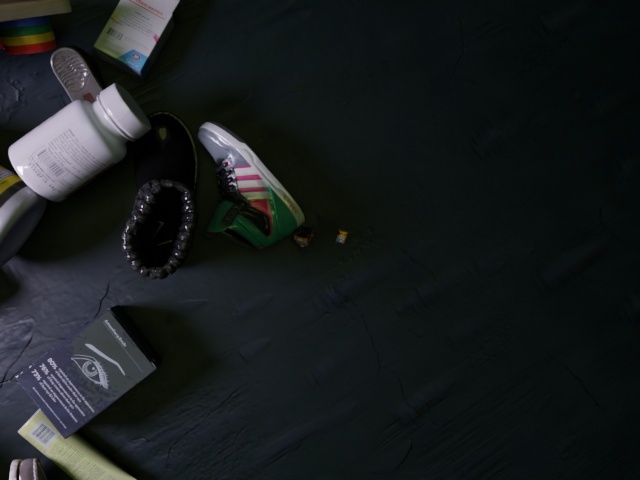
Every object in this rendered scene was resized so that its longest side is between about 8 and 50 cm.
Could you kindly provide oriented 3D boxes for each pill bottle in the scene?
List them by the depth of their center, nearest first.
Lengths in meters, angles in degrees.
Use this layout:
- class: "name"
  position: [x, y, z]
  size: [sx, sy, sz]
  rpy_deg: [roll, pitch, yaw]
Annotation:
- class: "pill bottle"
  position: [-0.694, -0.099, 0.899]
  size: [0.334, 0.188, 0.188]
  rpy_deg: [34, 81, -14]
- class: "pill bottle"
  position: [-0.441, -0.186, 0.946]
  size: [0.229, 0.131, 0.131]
  rpy_deg: [-34, 94, 2]

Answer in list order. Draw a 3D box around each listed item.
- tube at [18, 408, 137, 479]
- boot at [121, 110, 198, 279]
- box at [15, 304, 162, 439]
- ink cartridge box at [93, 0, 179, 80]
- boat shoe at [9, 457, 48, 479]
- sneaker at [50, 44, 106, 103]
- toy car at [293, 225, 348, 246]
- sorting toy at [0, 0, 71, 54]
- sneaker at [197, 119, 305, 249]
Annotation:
- class: "tube"
  position: [-0.477, 0.427, 0.994]
  size: [0.240, 0.070, 0.062]
  rpy_deg: [45, 50, -8]
- class: "boot"
  position: [-0.296, -0.101, 0.957]
  size: [0.131, 0.260, 0.348]
  rpy_deg: [-4, 88, -12]
- class: "box"
  position: [-0.440, 0.248, 0.984]
  size: [0.207, 0.108, 0.153]
  rpy_deg: [-36, 94, -12]
- class: "ink cartridge box"
  position: [-0.379, -0.445, 1.064]
  size: [0.104, 0.061, 0.181]
  rpy_deg: [27, 82, -9]
- class: "boat shoe"
  position: [-0.501, 0.556, 0.952]
  size: [0.096, 0.116, 0.325]
  rpy_deg: [-13, 93, -16]
- class: "sneaker"
  position: [-0.458, -0.289, 1.035]
  size: [0.083, 0.118, 0.222]
  rpy_deg: [-18, 119, -4]
- class: "toy car"
  position: [0.000, 0.000, 1.118]
  size: [0.122, 0.060, 0.041]
  rpy_deg: [9, 117, -4]
- class: "sorting toy"
  position: [-0.619, -0.372, 0.901]
  size: [0.257, 0.255, 0.089]
  rpy_deg: [-36, 133, -43]
- class: "sneaker"
  position: [-0.190, -0.092, 1.055]
  size: [0.295, 0.124, 0.178]
  rpy_deg: [47, 70, -6]
